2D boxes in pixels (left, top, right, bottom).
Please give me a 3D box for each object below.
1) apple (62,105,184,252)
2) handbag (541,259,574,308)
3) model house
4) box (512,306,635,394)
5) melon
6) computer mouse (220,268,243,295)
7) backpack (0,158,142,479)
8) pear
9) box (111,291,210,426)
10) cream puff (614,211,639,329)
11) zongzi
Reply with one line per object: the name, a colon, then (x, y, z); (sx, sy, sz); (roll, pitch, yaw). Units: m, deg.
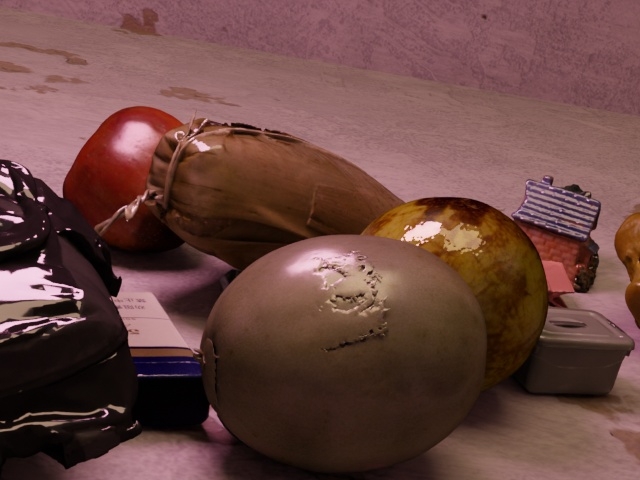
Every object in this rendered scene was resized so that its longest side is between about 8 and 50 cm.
apple: (-0.276, -0.082, 1.993); (0.229, 0.230, 0.230); (10, 18, -3)
handbag: (0.295, 0.067, 2.109); (0.212, 0.059, 0.157); (9, 17, -2)
model house: (0.425, -0.028, 2.290); (0.166, 0.172, 0.183); (16, 18, 18)
box: (0.335, 0.156, 1.807); (0.172, 0.093, 0.124); (5, 18, -20)
melon: (0.021, 0.123, 1.441); (0.330, 0.269, 0.268); (-1, 20, -12)
computer mouse: (-0.083, 0.116, 1.723); (0.126, 0.071, 0.231); (21, 20, -19)
backpack: (-0.359, 0.097, 1.297); (0.363, 0.255, 0.445); (-15, 27, -19)
pear: (0.165, 0.066, 1.691); (0.283, 0.284, 0.283); (10, 18, -3)
box: (-0.245, 0.138, 1.555); (0.168, 0.071, 0.259); (3, 20, -24)
cream puff: (0.613, 0.083, 2.030); (0.323, 0.270, 0.274); (21, 55, 30)
zongzi: (0.008, -0.021, 1.812); (0.466, 0.218, 0.500); (19, 3, 28)
